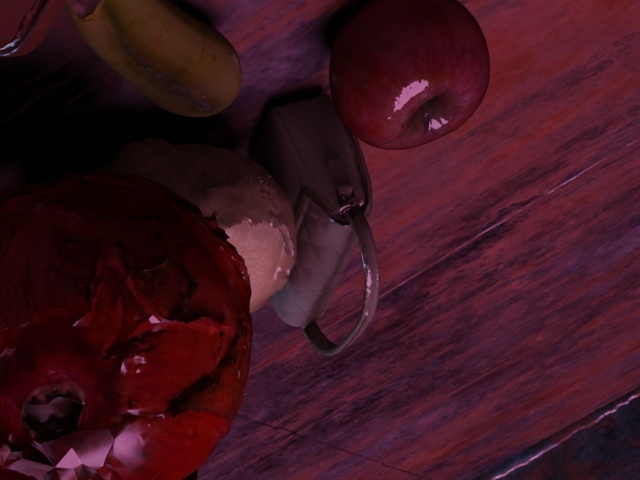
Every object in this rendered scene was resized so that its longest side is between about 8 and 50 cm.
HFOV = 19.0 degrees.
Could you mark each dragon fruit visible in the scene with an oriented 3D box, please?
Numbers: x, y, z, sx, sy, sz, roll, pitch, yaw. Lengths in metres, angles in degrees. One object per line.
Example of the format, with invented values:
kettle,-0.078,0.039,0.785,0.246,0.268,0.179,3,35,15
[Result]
dragon fruit,-0.194,0.084,1.549,0.296,0.295,0.301,-29,-172,9

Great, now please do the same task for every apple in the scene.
apple,0.080,-0.160,1.742,0.153,0.120,0.153,-21,151,-12

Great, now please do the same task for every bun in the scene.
bun,-0.150,-0.007,1.791,0.259,0.152,0.259,-18,151,-11

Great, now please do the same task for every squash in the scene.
squash,-0.138,-0.167,1.561,0.083,0.083,0.250,-30,154,11

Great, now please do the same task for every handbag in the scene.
handbag,0.000,0.000,1.875,0.079,0.219,0.256,-15,157,-20

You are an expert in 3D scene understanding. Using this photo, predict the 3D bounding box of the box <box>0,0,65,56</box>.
box,-0.244,-0.277,0.878,0.229,0.339,0.239,-2,148,-39
